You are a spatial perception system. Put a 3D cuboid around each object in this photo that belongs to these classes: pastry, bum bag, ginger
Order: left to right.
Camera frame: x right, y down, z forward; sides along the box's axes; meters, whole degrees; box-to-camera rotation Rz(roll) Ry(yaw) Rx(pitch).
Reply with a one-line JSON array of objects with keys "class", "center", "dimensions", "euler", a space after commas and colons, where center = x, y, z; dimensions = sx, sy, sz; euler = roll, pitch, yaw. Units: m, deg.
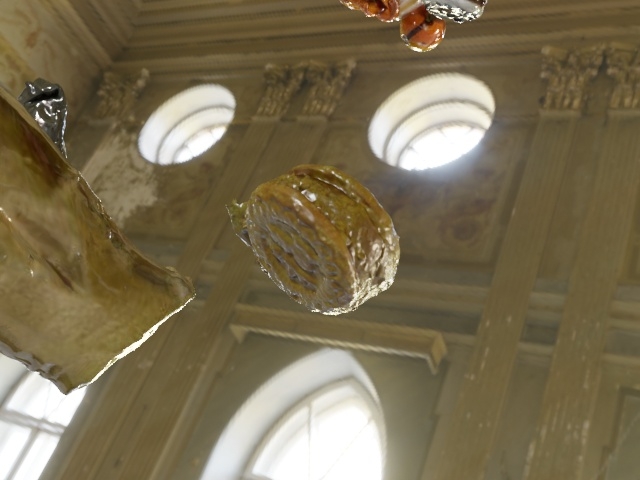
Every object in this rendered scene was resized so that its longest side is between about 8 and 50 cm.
[{"class": "ginger", "center": [-0.188, -0.028, 0.394], "dimensions": [0.263, 0.109, 0.116], "euler": [42, 4, -22]}, {"class": "bum bag", "center": [-0.491, -0.114, 1.310], "dimensions": [0.142, 0.326, 0.079], "euler": [-3, -9, 28]}, {"class": "pastry", "center": [0.000, 0.000, 1.155], "dimensions": [0.240, 0.132, 0.235], "euler": [59, -30, -10]}]

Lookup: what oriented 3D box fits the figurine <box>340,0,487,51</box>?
[{"class": "figurine", "center": [0.078, -0.389, 0.934], "dimensions": [0.320, 0.196, 0.323], "euler": [59, -15, -26]}]
